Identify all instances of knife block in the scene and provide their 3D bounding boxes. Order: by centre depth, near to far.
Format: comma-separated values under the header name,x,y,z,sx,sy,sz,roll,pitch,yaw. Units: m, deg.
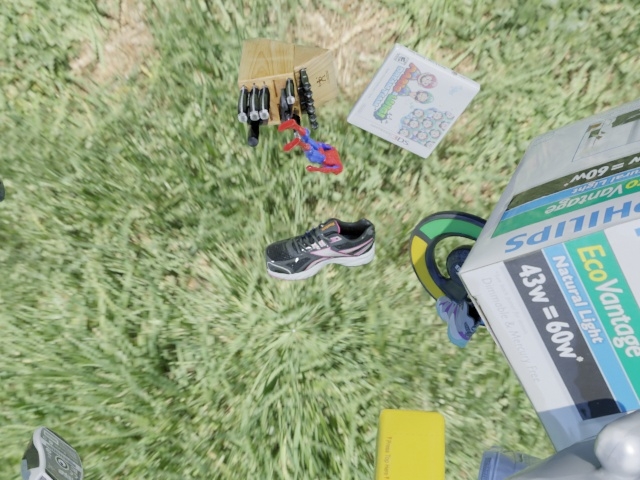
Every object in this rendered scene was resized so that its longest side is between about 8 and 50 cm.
name,x,y,z,sx,sy,sz,roll,pitch,yaw
knife block,-0.100,-0.247,1.828,0.242,0.275,0.088,-33,126,-35

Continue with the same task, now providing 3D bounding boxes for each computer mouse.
name,x,y,z,sx,sy,sz,roll,pitch,yaw
computer mouse,-0.270,0.255,1.092,0.042,0.193,0.106,-44,113,3

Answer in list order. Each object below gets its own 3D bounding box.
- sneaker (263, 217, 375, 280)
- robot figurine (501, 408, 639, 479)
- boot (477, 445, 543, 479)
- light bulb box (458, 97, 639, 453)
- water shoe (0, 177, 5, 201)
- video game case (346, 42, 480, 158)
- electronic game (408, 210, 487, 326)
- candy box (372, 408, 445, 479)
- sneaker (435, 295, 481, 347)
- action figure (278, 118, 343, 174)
name,x,y,z,sx,sy,sz,roll,pitch,yaw
sneaker,0.000,0.000,1.593,0.178,0.077,0.072,-14,54,-22
robot figurine,0.229,0.273,0.897,0.199,0.353,0.300,29,111,32
boot,0.326,0.389,1.767,0.123,0.258,0.095,11,83,14
light bulb box,0.363,0.068,1.187,0.225,0.361,0.358,-20,107,32
water shoe,-0.269,-0.014,0.669,0.072,0.203,0.080,4,122,34
video game case,0.137,-0.206,1.634,0.143,0.157,0.019,24,42,-14
electronic game,0.242,0.048,1.740,0.229,0.229,0.048,42,54,2
candy box,0.020,0.153,0.306,0.027,0.206,0.105,6,122,4
sneaker,0.198,0.094,1.494,0.038,0.098,0.069,24,117,-30
action figure,-0.006,-0.089,1.115,0.030,0.115,0.038,-31,63,21
